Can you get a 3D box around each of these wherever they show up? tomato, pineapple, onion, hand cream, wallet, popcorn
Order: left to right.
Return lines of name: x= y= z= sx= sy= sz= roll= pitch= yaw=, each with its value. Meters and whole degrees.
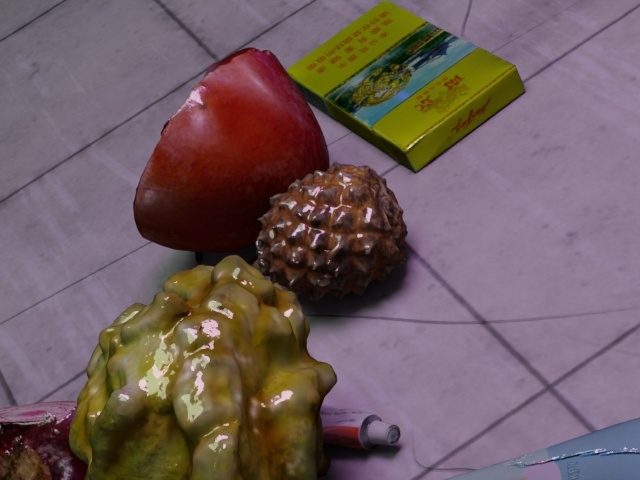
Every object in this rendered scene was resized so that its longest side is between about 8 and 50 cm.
onion: x=-0.294 y=0.241 z=1.949 sx=0.195 sy=0.140 sz=0.218 roll=-13 pitch=2 yaw=11
popcorn: x=-0.122 y=0.184 z=1.754 sx=0.279 sy=0.274 sz=0.335 roll=-12 pitch=48 yaw=37
tomato: x=-0.082 y=-0.090 z=2.130 sx=0.170 sy=0.309 sz=0.309 roll=33 pitch=60 yaw=10
hand cream: x=-0.001 y=0.200 z=1.872 sx=0.216 sy=0.038 sz=0.052 roll=2 pitch=21 yaw=45
pineapple: x=0.000 y=0.000 z=2.025 sx=0.193 sy=0.166 sz=0.166 roll=-25 pitch=33 yaw=22
wallet: x=0.212 y=0.257 z=1.605 sx=0.250 sy=0.075 sz=0.176 roll=-20 pitch=32 yaw=15

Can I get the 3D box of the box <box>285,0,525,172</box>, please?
box: x=0.106 y=-0.212 z=2.311 sx=0.187 sy=0.047 sz=0.335 roll=-36 pitch=36 yaw=-11
